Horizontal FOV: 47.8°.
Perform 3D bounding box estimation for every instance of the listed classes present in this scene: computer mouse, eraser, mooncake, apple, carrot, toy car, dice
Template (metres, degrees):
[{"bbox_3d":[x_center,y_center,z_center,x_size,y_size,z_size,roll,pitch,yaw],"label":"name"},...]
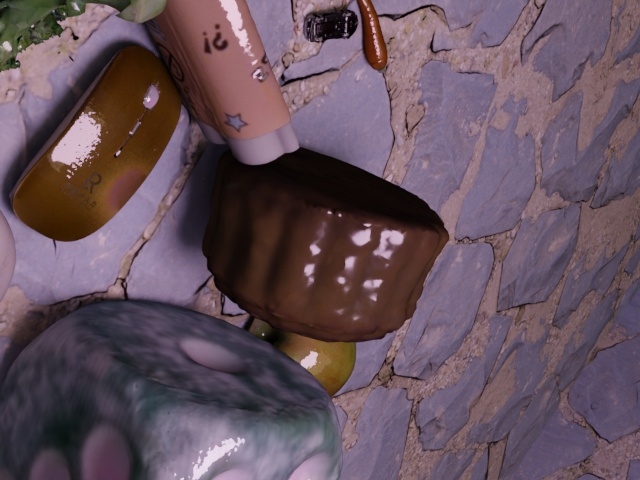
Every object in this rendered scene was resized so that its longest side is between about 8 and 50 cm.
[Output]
[{"bbox_3d":[-0.249,-0.108,0.830,0.245,0.056,0.126,-56,143,-11],"label":"computer mouse"},{"bbox_3d":[-0.130,-0.228,0.801,0.087,0.171,0.290,-39,137,-16],"label":"eraser"},{"bbox_3d":[0.000,-0.001,0.978,0.324,0.324,0.187,-2,118,-49],"label":"mooncake"},{"bbox_3d":[-0.032,0.190,1.186,0.207,0.174,0.188,-44,139,3],"label":"apple"},{"bbox_3d":[0.078,-0.318,1.103,0.035,0.035,0.142,-40,130,-27],"label":"carrot"},{"bbox_3d":[0.016,-0.309,1.038,0.093,0.025,0.041,-21,128,-37],"label":"toy car"},{"bbox_3d":[-0.200,0.290,0.906,0.330,0.328,0.348,11,103,-51],"label":"dice"}]

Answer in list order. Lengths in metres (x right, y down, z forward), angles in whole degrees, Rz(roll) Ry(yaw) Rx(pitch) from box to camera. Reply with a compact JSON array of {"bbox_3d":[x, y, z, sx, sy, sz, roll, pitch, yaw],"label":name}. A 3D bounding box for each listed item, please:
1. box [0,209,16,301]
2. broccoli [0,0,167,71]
[{"bbox_3d":[-0.407,0.090,0.592,0.141,0.288,0.349,48,71,-19],"label":"box"},{"bbox_3d":[-0.242,-0.256,0.579,0.270,0.270,0.270,22,90,-79],"label":"broccoli"}]
